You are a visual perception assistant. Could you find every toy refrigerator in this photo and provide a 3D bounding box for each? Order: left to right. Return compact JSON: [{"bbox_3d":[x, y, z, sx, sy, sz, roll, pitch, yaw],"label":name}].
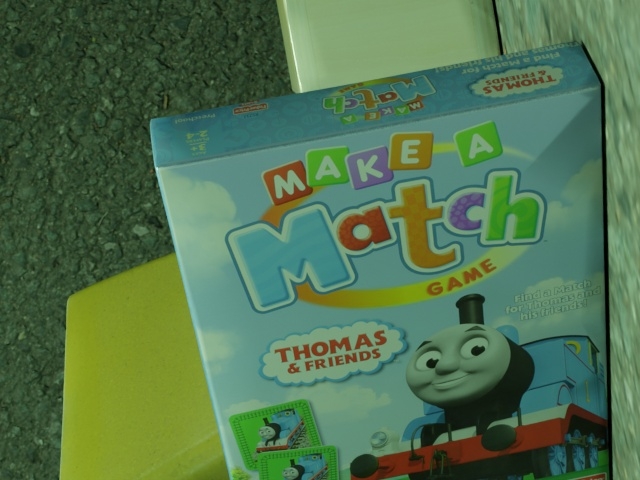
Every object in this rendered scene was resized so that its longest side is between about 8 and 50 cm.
[{"bbox_3d":[0.027,-0.136,0.869,0.269,0.102,0.094,-102,2,-83],"label":"toy refrigerator"}]

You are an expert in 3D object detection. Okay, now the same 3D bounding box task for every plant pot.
[{"bbox_3d":[-0.017,0.113,0.940,0.212,0.187,0.212,45,-158,-34],"label":"plant pot"}]

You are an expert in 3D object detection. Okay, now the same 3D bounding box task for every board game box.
[{"bbox_3d":[0.032,0.033,0.605,0.039,0.160,0.211,-103,2,-53],"label":"board game box"}]
